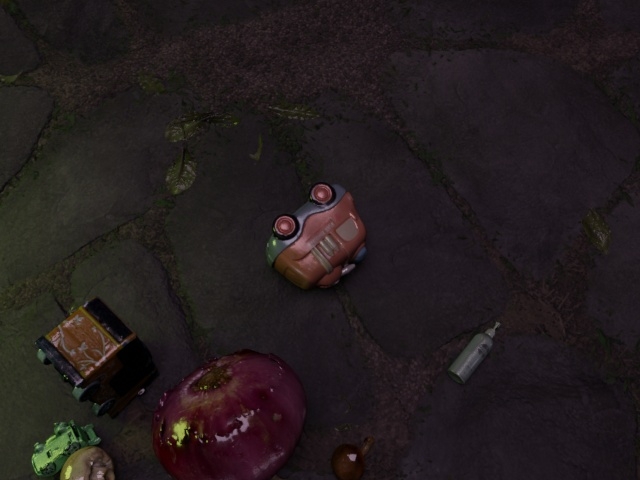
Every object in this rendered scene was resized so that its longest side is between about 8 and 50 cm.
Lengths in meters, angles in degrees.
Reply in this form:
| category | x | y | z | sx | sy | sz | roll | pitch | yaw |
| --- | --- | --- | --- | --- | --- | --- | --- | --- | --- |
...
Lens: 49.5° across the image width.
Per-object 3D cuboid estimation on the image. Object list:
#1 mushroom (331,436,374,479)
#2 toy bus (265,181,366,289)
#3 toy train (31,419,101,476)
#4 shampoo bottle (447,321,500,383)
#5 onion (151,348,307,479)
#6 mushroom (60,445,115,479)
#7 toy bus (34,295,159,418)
| category | x | y | z | sx | sy | sz | roll | pitch | yaw |
| --- | --- | --- | --- | --- | --- | --- | --- | --- | --- |
| mushroom | 0.078 | 0.516 | 1.667 | 0.088 | 0.072 | 0.129 | 15 | 56 | 44 |
| toy bus | 0.000 | 0.000 | 1.849 | 0.288 | 0.194 | 0.232 | -40 | 79 | -18 |
| toy train | -0.614 | 0.499 | 1.663 | 0.149 | 0.081 | 0.099 | -44 | 46 | -8 |
| shampoo bottle | 0.404 | 0.281 | 1.789 | 0.056 | 0.056 | 0.195 | 37 | 70 | 16 |
| onion | -0.207 | 0.430 | 1.585 | 0.359 | 0.358 | 0.344 | 3 | 107 | 1 |
| mushroom | -0.537 | 0.553 | 1.609 | 0.112 | 0.148 | 0.148 | -11 | 64 | 12 |
| toy bus | -0.512 | 0.283 | 1.631 | 0.162 | 0.323 | 0.194 | 39 | 69 | 16 |
